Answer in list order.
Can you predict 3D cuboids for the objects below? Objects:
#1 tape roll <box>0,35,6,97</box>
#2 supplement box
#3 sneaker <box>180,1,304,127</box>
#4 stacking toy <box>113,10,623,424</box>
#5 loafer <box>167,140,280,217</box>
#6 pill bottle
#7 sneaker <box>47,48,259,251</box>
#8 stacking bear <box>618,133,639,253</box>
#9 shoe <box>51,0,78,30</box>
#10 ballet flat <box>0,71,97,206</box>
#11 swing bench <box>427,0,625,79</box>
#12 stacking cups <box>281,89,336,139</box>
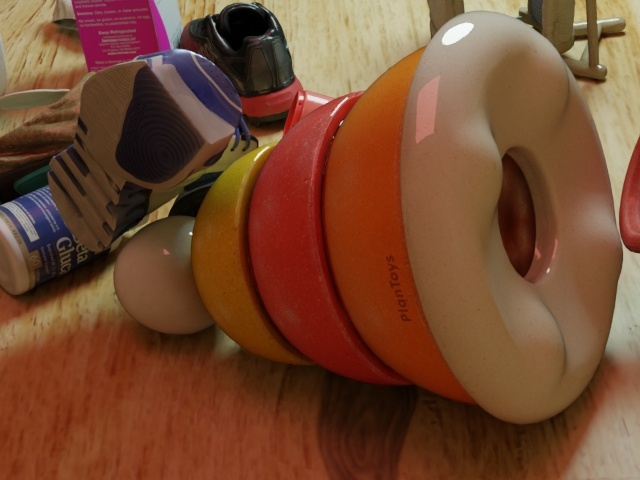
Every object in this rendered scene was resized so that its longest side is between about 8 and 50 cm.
[{"bbox_3d":[-0.505,-0.301,1.993,0.100,0.286,0.286,-21,33,-22],"label":"tape roll"},{"bbox_3d":[-0.255,-0.317,2.019,0.114,0.220,0.111,-1,31,12],"label":"supplement box"},{"bbox_3d":[-0.108,-0.250,1.957,0.097,0.135,0.276,-21,32,-17],"label":"sneaker"},{"bbox_3d":[0.000,0.000,1.409,0.480,0.351,0.350,-7,27,33],"label":"stacking toy"},{"bbox_3d":[0.009,-0.076,1.635,0.366,0.134,0.130,-13,28,-6],"label":"loafer"},{"bbox_3d":[-0.271,-0.017,1.645,0.169,0.094,0.094,-27,35,-28],"label":"pill bottle"},{"bbox_3d":[-0.136,-0.112,1.471,0.182,0.127,0.315,-34,-1,-31],"label":"sneaker"},{"bbox_3d":[0.434,-0.027,1.394,0.289,0.164,0.175,15,58,-7],"label":"stacking bear"},{"bbox_3d":[-0.306,-0.309,2.183,0.219,0.076,0.058,24,80,43],"label":"shoe"},{"bbox_3d":[-0.364,-0.086,1.694,0.342,0.116,0.124,-27,73,1],"label":"ballet flat"},{"bbox_3d":[0.237,-0.348,1.917,0.254,0.253,0.165,4,33,20],"label":"swing bench"},{"bbox_3d":[0.118,-0.068,1.526,0.316,0.096,0.096,13,30,-8],"label":"stacking cups"}]
